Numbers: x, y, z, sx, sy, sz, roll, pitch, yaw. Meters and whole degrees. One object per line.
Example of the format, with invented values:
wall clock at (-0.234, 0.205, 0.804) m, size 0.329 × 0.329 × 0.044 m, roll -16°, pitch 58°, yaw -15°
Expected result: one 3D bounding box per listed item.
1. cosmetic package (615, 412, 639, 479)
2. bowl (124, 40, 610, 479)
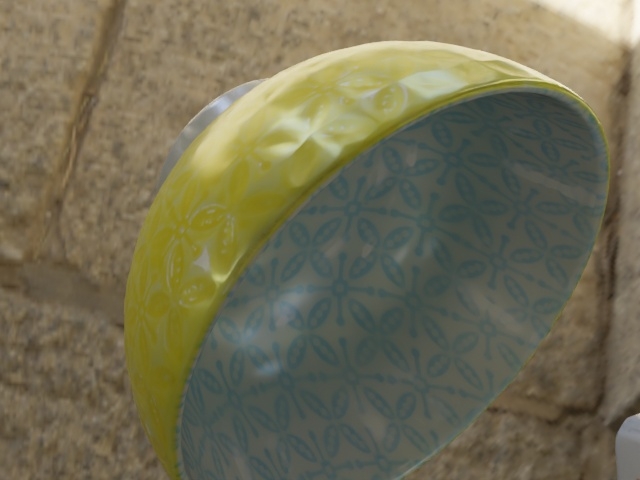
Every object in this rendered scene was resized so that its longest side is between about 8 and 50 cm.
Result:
cosmetic package at (0.265, 0.291, 0.574) m, size 0.161 × 0.230 × 0.453 m, roll -14°, pitch 103°, yaw -34°
bowl at (0.000, 0.000, 0.761) m, size 0.289 × 0.289 × 0.156 m, roll -28°, pitch 51°, yaw -26°
